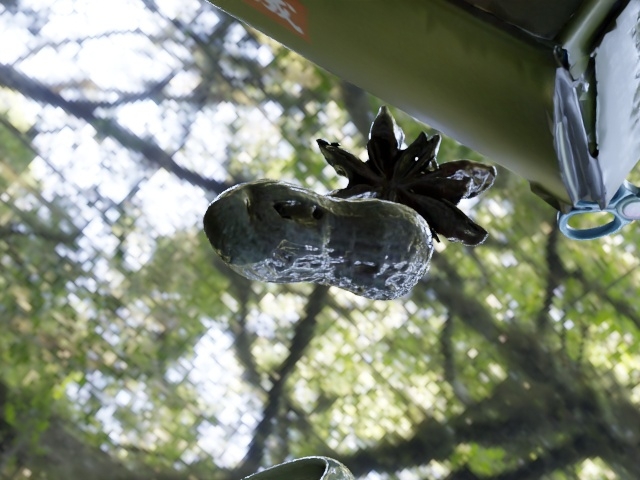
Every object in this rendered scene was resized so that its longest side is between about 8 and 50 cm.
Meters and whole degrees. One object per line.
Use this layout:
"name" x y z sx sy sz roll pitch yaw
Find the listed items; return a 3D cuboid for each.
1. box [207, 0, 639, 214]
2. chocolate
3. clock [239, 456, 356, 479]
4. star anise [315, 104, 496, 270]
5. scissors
"box" 0.078 -0.278 0.677 0.373 0.138 0.420 33 -102 25
"chocolate" 0.000 0.000 1.480 0.110 0.248 0.110 -167 -90 -72
"clock" -0.067 0.242 0.979 0.324 0.109 0.265 -27 -177 5
"star anise" 0.099 -0.055 1.902 0.282 0.129 0.212 28 -100 23
"scissors" 0.430 -0.049 1.873 0.256 0.125 0.030 -3 -129 4
